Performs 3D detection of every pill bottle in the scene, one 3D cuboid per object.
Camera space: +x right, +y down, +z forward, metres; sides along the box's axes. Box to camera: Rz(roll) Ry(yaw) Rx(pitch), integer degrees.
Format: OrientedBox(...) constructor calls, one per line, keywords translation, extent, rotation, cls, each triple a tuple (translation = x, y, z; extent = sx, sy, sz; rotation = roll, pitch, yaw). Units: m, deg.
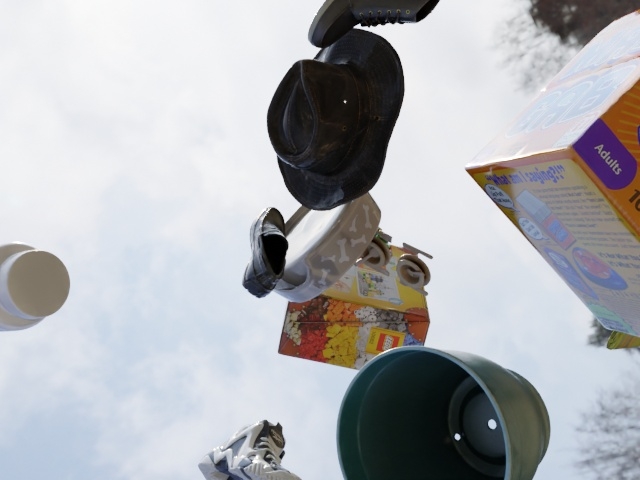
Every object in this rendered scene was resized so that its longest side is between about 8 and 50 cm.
OrientedBox(translation=(-0.551, 0.081, 1.410), extent=(0.152, 0.272, 0.152), rotation=(9, -102, -45), cls="pill bottle")

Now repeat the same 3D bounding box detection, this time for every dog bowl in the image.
OrientedBox(translation=(0.000, 0.000, 1.907), extent=(0.102, 0.349, 0.348), rotation=(42, -144, -17), cls="dog bowl")

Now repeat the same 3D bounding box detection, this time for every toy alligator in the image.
OrientedBox(translation=(0.164, 0.010, 2.185), extent=(0.051, 0.056, 0.189), rotation=(29, -166, -33), cls="toy alligator")

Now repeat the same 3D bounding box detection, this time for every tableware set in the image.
OrientedBox(translation=(0.160, 0.053, 1.860), extent=(0.039, 0.194, 0.128), rotation=(-41, -34, -36), cls="tableware set")

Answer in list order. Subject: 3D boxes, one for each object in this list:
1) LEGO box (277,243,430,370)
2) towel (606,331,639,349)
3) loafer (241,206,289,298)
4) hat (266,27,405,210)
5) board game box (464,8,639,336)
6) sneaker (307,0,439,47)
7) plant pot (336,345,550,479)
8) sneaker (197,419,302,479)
OrientedBox(translation=(0.094, 0.162, 2.335), extent=(0.500, 0.373, 0.193), rotation=(-83, 5, -69), cls="LEGO box")
OrientedBox(translation=(0.566, 0.143, 1.429), extent=(0.021, 0.102, 0.237), rotation=(39, -161, 33), cls="towel")
OrientedBox(translation=(-0.089, 0.012, 1.496), extent=(0.076, 0.078, 0.223), rotation=(40, -147, -25), cls="loafer")
OrientedBox(translation=(-0.012, -0.222, 1.418), extent=(0.134, 0.331, 0.331), rotation=(12, -121, -42), cls="hat")
OrientedBox(translation=(0.493, -0.102, 1.133), extent=(0.356, 0.356, 0.356), rotation=(47, 174, -8), cls="board game box")
OrientedBox(translation=(0.087, -0.372, 1.335), extent=(0.118, 0.222, 0.083), rotation=(51, -168, 12), cls="sneaker")
OrientedBox(translation=(0.206, 0.286, 1.199), extent=(0.255, 0.272, 0.271), rotation=(6, -116, -52), cls="plant pot")
OrientedBox(translation=(-0.091, 0.382, 1.453), extent=(0.153, 0.235, 0.094), rotation=(-46, -65, -39), cls="sneaker")
